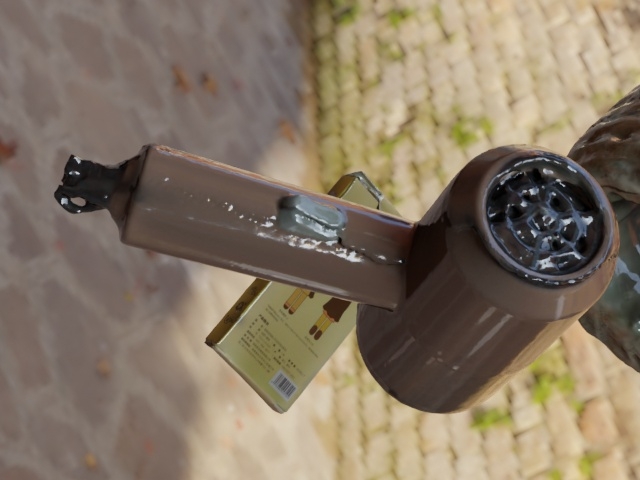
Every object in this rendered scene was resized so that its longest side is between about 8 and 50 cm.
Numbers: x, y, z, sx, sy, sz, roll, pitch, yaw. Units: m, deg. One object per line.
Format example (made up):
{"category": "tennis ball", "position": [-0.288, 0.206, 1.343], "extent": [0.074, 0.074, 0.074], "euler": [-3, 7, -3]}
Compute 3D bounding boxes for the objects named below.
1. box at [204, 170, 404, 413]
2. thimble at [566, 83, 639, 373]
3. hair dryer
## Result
{"category": "box", "position": [-0.003, 0.032, 1.152], "extent": [0.073, 0.149, 0.020], "euler": [49, -16, -29]}
{"category": "thimble", "position": [0.269, -0.001, 1.252], "extent": [0.229, 0.196, 0.148], "euler": [40, 50, 8]}
{"category": "hair dryer", "position": [0.000, 0.000, 0.620], "extent": [0.181, 0.117, 0.064], "euler": [14, 63, -10]}
